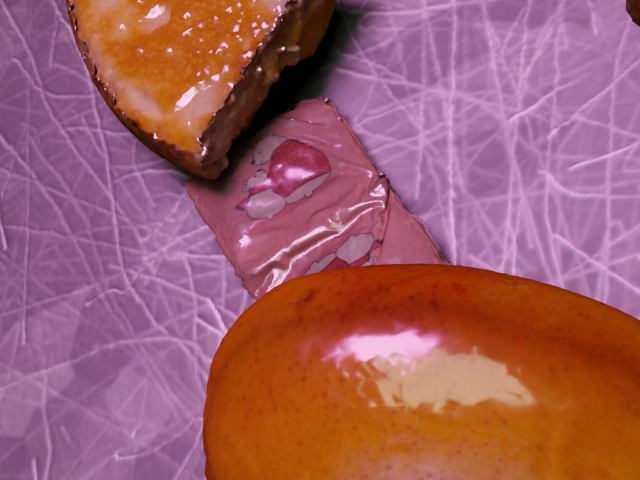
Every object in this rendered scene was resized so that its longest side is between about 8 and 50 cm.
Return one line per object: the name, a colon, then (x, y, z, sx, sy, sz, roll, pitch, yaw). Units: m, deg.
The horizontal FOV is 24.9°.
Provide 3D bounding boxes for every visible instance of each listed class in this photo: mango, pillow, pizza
mango: (0.096, 0.123, 0.830, 0.350, 0.199, 0.201, 8, 56, 24)
pillow: (0.000, 0.000, 1.038, 0.135, 0.049, 0.248, -39, 50, 6)
pizza: (-0.089, -0.191, 1.154, 0.223, 0.089, 0.323, -36, 52, 7)

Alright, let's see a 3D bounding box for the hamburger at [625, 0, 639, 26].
hamburger: (0.281, -0.227, 0.872, 0.211, 0.260, 0.245, 13, 92, 28)
